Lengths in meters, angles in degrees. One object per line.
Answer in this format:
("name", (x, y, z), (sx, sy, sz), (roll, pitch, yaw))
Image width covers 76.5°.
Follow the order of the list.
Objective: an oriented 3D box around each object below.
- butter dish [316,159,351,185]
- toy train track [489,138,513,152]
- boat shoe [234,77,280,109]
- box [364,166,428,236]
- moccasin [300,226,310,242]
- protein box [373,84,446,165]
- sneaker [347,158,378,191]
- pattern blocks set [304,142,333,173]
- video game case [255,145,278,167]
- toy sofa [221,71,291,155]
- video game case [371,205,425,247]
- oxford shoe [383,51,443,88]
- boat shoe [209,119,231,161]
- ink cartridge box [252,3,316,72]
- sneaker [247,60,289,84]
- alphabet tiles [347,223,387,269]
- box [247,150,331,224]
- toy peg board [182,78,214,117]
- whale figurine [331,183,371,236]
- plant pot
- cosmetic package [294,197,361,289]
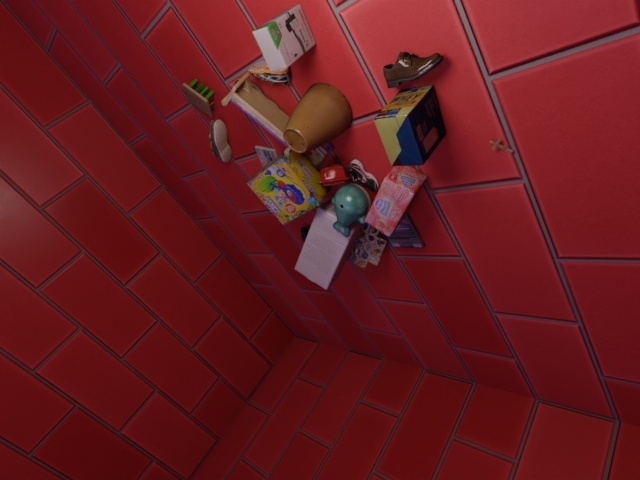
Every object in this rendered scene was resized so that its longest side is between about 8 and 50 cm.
("butter dish", (0.060, -0.323, 1.920), (0.161, 0.160, 0.118), (-9, 94, 7))
("toy train track", (0.625, -0.327, 1.402), (0.083, 0.014, 0.048), (28, 142, 8))
("boat shoe", (-0.311, -0.659, 1.903), (0.258, 0.095, 0.095), (38, 151, 2))
("box", (0.325, -0.178, 1.777), (0.142, 0.154, 0.299), (33, 145, 11))
("moccasin", (0.000, 0.000, 2.434), (0.342, 0.137, 0.116), (12, 143, 37))
("protein box", (0.323, -0.404, 1.438), (0.136, 0.201, 0.199), (8, 139, 43))
("sneaker", (0.189, -0.286, 1.883), (0.178, 0.077, 0.072), (43, 152, -10))
("pattern blocks set", (-0.052, -0.432, 2.000), (0.285, 0.026, 0.325), (48, 149, -16))
("video game case", (-0.283, -0.447, 2.248), (0.143, 0.019, 0.157), (18, 144, 32))
("toy sofa", (-0.248, -0.542, 1.799), (0.363, 0.150, 0.177), (37, 138, -17))
("video game case", (0.384, -0.068, 2.023), (0.196, 0.026, 0.274), (1, 132, 48))
("oxford shoe", (0.296, -0.582, 1.346), (0.227, 0.083, 0.096), (0, 128, 47))
("boat shoe", (-0.588, -0.574, 2.322), (0.091, 0.109, 0.304), (25, 152, 14))
("ink cartridge box", (-0.126, -0.735, 1.476), (0.087, 0.208, 0.153), (6, 138, 40))
("sneaker", (-0.223, -0.714, 1.745), (0.215, 0.084, 0.083), (20, 152, 29))
("alphabet tiles", (0.188, -0.003, 2.234), (0.343, 0.011, 0.284), (28, 125, 19))
("box", (-0.156, -0.277, 2.050), (0.279, 0.177, 0.290), (-26, 112, 39))
("toy peg board", (-0.629, -0.763, 2.157), (0.161, 0.079, 0.160), (37, 167, 4))
("whale figurine", (0.123, -0.136, 1.925), (0.216, 0.141, 0.271), (39, 128, 21))
("plant pot", (-0.035, -0.482, 1.681), (0.237, 0.254, 0.237), (29, 150, 19))
("cosmetic package", (0.047, 0.023, 2.224), (0.230, 0.161, 0.452), (33, 126, 13))
